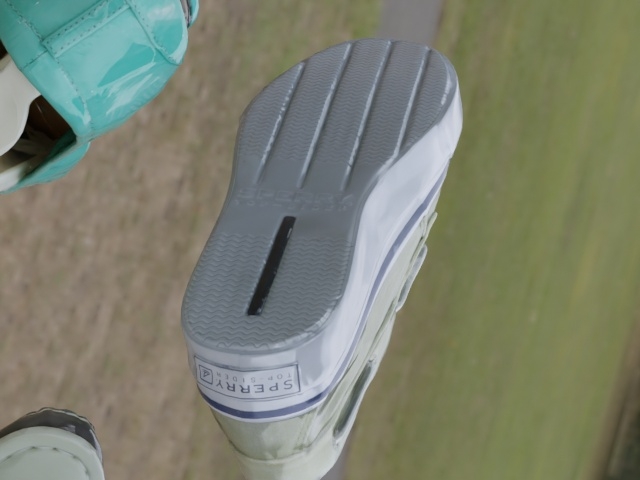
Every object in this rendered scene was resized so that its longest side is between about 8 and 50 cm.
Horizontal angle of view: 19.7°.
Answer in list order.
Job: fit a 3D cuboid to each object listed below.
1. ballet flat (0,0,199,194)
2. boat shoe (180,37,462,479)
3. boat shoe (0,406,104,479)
[{"bbox_3d":[-0.128,-0.059,0.726,0.087,0.083,0.247,-37,-174,-25],"label":"ballet flat"},{"bbox_3d":[0.000,0.000,0.925,0.302,0.109,0.094,-63,155,-51],"label":"boat shoe"},{"bbox_3d":[-0.163,0.153,0.879,0.228,0.081,0.069,-56,-167,31],"label":"boat shoe"}]
